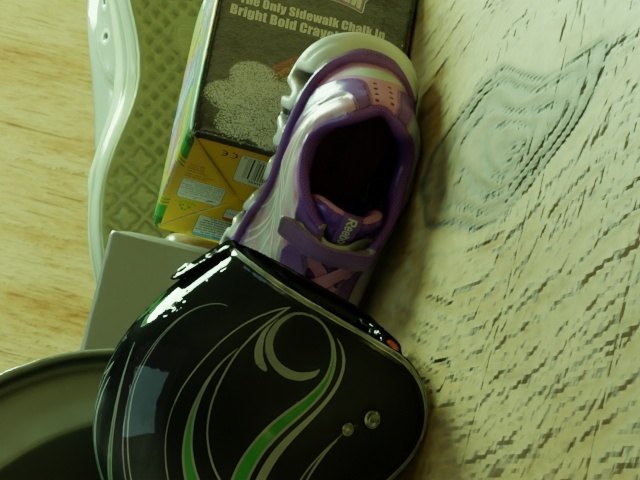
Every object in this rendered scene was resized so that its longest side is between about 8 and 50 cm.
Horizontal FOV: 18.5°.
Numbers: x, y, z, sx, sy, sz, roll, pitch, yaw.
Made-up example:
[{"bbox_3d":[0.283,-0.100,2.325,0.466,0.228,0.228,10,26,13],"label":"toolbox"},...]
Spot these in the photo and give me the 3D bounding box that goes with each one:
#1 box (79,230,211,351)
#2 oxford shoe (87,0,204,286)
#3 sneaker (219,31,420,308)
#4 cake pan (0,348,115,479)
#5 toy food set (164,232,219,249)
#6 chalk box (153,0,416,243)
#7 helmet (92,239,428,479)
[{"bbox_3d":[-0.101,0.161,1.279,0.148,0.121,0.311,29,-105,-77],"label":"box"},{"bbox_3d":[-0.127,-0.094,1.679,0.130,0.169,0.449,137,132,-62],"label":"oxford shoe"},{"bbox_3d":[0.000,0.000,1.146,0.104,0.095,0.236,-122,48,-68],"label":"sneaker"},{"bbox_3d":[-0.130,0.206,1.096,0.054,0.293,0.293,29,106,53],"label":"cake pan"},{"bbox_3d":[-0.059,0.073,1.476,0.111,0.104,0.232,173,94,-66],"label":"toy food set"},{"bbox_3d":[-0.020,-0.111,1.296,0.132,0.132,0.213,119,164,-59],"label":"chalk box"},{"bbox_3d":[-0.033,0.101,0.989,0.161,0.169,0.169,-58,10,3],"label":"helmet"}]
